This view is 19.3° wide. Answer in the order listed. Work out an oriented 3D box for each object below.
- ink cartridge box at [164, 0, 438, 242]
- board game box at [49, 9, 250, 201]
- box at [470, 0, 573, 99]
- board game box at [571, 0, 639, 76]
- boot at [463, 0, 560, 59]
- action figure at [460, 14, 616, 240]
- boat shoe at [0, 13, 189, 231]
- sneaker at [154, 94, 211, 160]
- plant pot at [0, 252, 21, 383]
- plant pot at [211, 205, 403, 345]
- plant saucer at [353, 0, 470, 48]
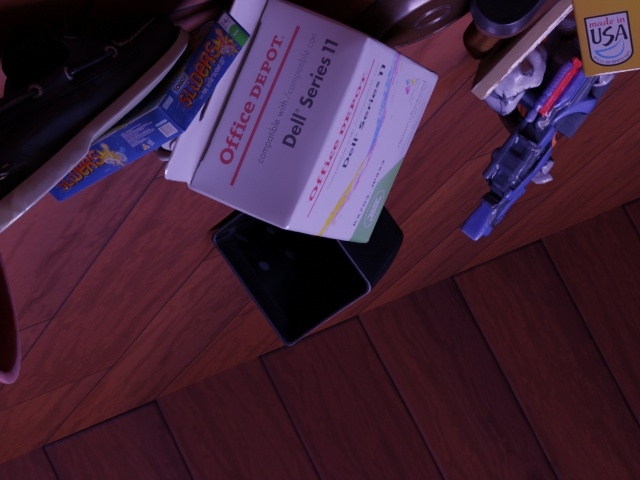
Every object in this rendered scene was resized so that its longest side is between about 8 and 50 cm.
[{"bbox_3d":[-0.011,-0.116,1.872,0.207,0.119,0.353,-67,163,5],"label":"ink cartridge box"},{"bbox_3d":[-0.161,-0.119,1.696,0.201,0.035,0.136,-25,-153,46],"label":"board game box"},{"bbox_3d":[0.247,-0.255,2.072,0.201,0.021,0.164,-46,-171,27],"label":"box"},{"bbox_3d":[0.289,-0.290,1.391,0.242,0.316,0.064,-8,-150,11],"label":"board game box"},{"bbox_3d":[0.257,-0.297,1.959,0.264,0.096,0.280,-51,176,2],"label":"boot"},{"bbox_3d":[0.250,-0.169,2.380,0.341,0.178,0.330,-52,163,0],"label":"action figure"},{"bbox_3d":[-0.223,-0.123,1.559,0.127,0.113,0.340,-34,-167,42],"label":"boat shoe"},{"bbox_3d":[-0.126,-0.122,1.956,0.083,0.071,0.190,-16,165,-24],"label":"sneaker"},{"bbox_3d":[-0.415,0.029,1.511,0.265,0.272,0.272,-19,170,2],"label":"plant pot"},{"bbox_3d":[0.000,0.000,2.584,0.187,0.188,0.167,-36,179,40],"label":"plant pot"},{"bbox_3d":[0.115,-0.251,2.029,0.168,0.029,0.168,-25,169,-5],"label":"plant saucer"}]
